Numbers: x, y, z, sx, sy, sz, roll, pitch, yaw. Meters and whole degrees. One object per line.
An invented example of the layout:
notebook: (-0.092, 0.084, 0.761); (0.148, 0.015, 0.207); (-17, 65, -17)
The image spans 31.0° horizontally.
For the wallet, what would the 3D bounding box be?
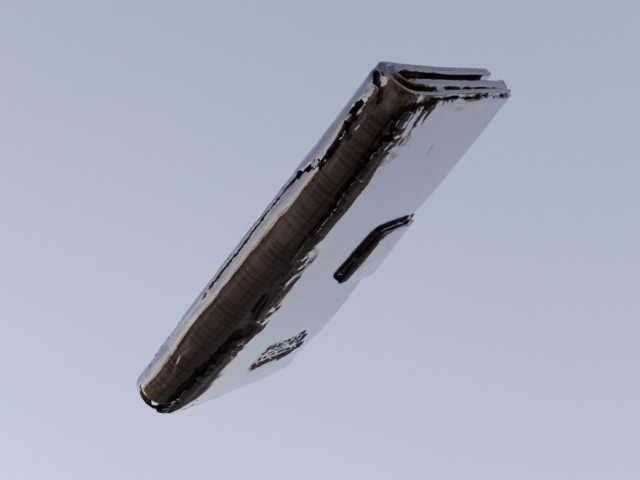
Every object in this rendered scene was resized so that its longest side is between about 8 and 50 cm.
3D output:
wallet: (0.000, 0.000, 0.608); (0.230, 0.042, 0.124); (-54, -20, 27)
